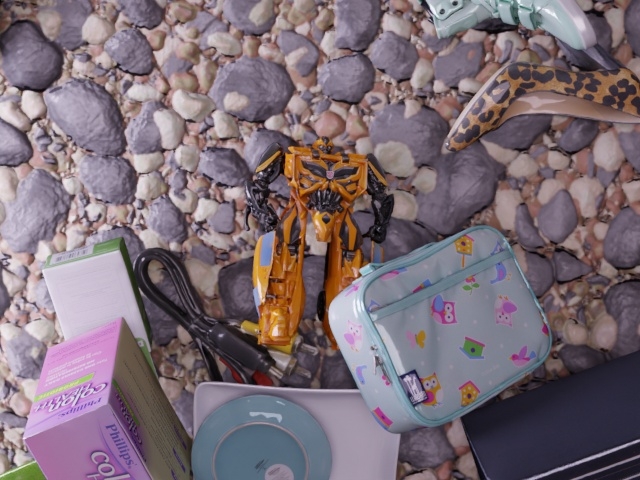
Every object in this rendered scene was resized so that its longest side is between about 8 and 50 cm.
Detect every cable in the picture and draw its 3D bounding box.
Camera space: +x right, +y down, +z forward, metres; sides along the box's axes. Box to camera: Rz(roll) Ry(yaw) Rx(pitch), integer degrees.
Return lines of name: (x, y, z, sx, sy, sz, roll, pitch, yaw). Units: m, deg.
cable: (-0.147, 0.127, 1.888, 0.287, 0.072, 0.139, 36, 108, 13)

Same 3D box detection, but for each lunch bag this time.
lunch bag: (0.156, 0.110, 1.786, 0.279, 0.108, 0.224, -24, 91, -33)

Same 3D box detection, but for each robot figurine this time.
robot figurine: (0.000, 0.000, 1.836, 0.211, 0.085, 0.291, 5, 82, -14)

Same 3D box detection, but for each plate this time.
plate: (-0.079, 0.295, 1.810, 0.188, 0.024, 0.188, 0, 105, 2)
plate: (-0.035, 0.319, 1.851, 0.278, 0.045, 0.277, 3, 106, 0)

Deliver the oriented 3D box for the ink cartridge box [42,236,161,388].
ink cartridge box: (-0.293, 0.110, 1.859, 0.109, 0.062, 0.209, -15, 108, 0)

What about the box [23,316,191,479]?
box: (-0.264, 0.255, 1.748, 0.117, 0.243, 0.213, -23, 112, 5)

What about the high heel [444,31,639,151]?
high heel: (0.310, -0.164, 1.845, 0.261, 0.093, 0.186, -43, 83, -8)

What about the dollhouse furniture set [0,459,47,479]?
dollhouse furniture set: (-0.358, 0.384, 1.751, 0.151, 0.301, 0.197, -22, 87, 3)

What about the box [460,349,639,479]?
box: (0.370, 0.328, 1.754, 0.296, 0.183, 0.294, -20, 119, 0)

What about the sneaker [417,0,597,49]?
sneaker: (0.239, -0.297, 1.824, 0.151, 0.094, 0.256, -46, 63, -3)
